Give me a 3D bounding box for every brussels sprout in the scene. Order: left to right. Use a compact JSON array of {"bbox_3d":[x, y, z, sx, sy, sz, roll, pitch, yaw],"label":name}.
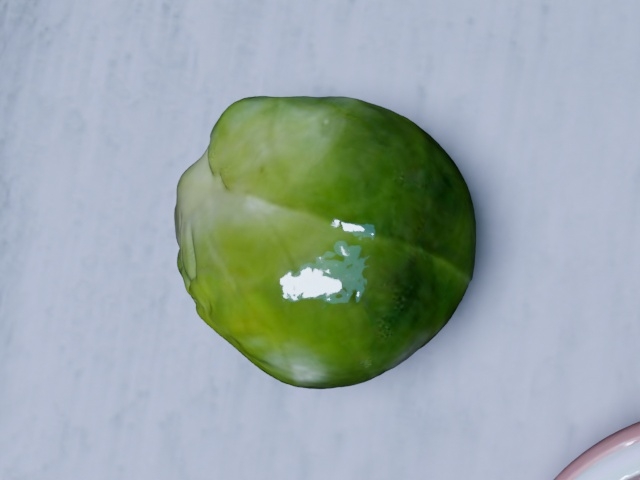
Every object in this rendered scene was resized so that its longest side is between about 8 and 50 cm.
[{"bbox_3d":[0.002,0.003,0.488,0.155,0.117,0.155,-14,64,32],"label":"brussels sprout"}]

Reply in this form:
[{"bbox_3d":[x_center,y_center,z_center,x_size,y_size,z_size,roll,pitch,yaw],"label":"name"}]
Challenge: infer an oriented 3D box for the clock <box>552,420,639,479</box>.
[{"bbox_3d":[0.190,0.189,0.430,0.241,0.142,0.227,-27,59,19],"label":"clock"}]
